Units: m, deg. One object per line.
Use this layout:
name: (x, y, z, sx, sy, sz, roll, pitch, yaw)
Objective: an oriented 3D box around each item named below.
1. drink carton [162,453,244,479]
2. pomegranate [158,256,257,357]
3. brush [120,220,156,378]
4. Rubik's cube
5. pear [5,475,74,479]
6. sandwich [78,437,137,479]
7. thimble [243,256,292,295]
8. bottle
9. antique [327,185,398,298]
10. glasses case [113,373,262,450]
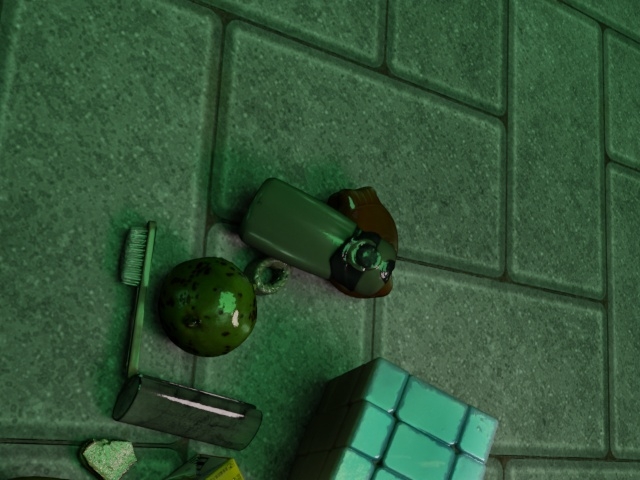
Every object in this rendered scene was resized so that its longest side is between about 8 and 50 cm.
drink carton: (-0.178, 0.618, 1.700, 0.111, 0.155, 0.351, -31, 101, -37)
pomegranate: (-0.225, 0.133, 1.740, 0.263, 0.211, 0.210, -32, 104, -71)
brush: (-0.384, 0.117, 1.694, 0.065, 0.070, 0.327, 8, 78, -18)
Rubik's cube: (0.146, 0.483, 1.824, 0.322, 0.319, 0.315, 30, 65, -9)
pear: (-0.462, 0.586, 1.370, 0.362, 0.363, 0.418, -47, 123, -33)
sandwich: (-0.418, 0.421, 1.627, 0.105, 0.036, 0.093, 47, 59, -20)
thimble: (-0.120, 0.080, 1.897, 0.110, 0.062, 0.084, -17, 93, -37)
bottle: (0.001, 0.000, 1.849, 0.347, 0.168, 0.168, 26, 63, 3)
antique: (0.091, 0.009, 2.028, 0.224, 0.129, 0.278, -17, 92, -38)
glasses case: (-0.271, 0.362, 1.717, 0.299, 0.060, 0.114, 24, 108, -32)
